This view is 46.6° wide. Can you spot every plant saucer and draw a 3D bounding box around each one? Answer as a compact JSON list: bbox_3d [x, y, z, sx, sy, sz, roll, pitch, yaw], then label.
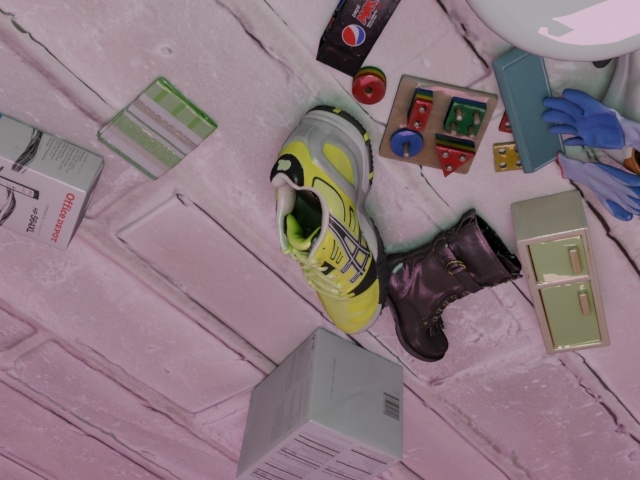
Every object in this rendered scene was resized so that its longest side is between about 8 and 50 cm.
[{"bbox_3d":[0.278,-0.169,0.972,0.067,0.018,0.192,-30,130,1],"label":"plant saucer"}]

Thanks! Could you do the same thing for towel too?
[{"bbox_3d":[-0.237,-0.159,1.075,0.152,0.023,0.113,-33,124,30],"label":"towel"}]

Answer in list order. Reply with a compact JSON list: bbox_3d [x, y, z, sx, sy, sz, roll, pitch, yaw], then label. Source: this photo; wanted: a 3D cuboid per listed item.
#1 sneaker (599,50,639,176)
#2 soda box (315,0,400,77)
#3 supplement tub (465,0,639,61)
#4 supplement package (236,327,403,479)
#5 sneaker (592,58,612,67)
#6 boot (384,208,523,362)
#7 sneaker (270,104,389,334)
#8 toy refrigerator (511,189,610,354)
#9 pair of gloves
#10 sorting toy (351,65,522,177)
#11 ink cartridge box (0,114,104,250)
[{"bbox_3d":[0.412,-0.194,0.864,0.105,0.123,0.290,-20,140,-13],"label":"sneaker"},{"bbox_3d":[0.056,-0.282,0.890,0.060,0.053,0.169,23,132,-13],"label":"soda box"},{"bbox_3d":[0.219,-0.327,0.642,0.228,0.316,0.228,4,134,4],"label":"supplement tub"},{"bbox_3d":[0.001,0.342,1.393,0.198,0.199,0.263,27,131,-19],"label":"supplement package"},{"bbox_3d":[0.353,-0.243,0.900,0.031,0.035,0.083,11,134,-1],"label":"sneaker"},{"bbox_3d":[0.215,0.083,1.193,0.228,0.091,0.263,-22,125,26],"label":"boot"},{"bbox_3d":[0.000,0.000,1.078,0.145,0.147,0.385,16,135,34],"label":"sneaker"},{"bbox_3d":[0.374,0.059,1.147,0.102,0.094,0.270,-11,130,18],"label":"toy refrigerator"},{"bbox_3d":[0.357,-0.103,0.943,0.023,0.159,0.198,-41,132,-14],"label":"pair of gloves"},{"bbox_3d":[0.167,-0.144,1.013,0.274,0.046,0.132,12,134,-4],"label":"sorting toy"},{"bbox_3d":[-0.451,-0.091,1.120,0.203,0.086,0.148,24,132,-14],"label":"ink cartridge box"}]
